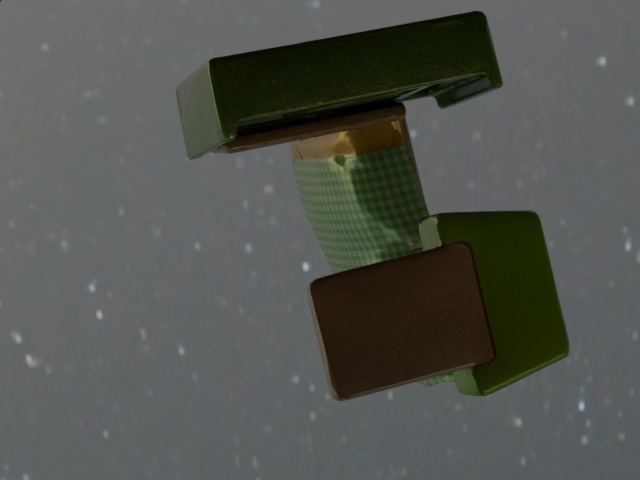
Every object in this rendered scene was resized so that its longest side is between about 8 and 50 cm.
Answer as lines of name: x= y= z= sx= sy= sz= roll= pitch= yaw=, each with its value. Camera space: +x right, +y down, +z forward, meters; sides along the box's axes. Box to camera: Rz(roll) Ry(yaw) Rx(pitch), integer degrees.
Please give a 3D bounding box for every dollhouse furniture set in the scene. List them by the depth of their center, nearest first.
dollhouse furniture set: x=0.000 y=0.000 z=1.024 sx=0.151 sy=0.301 sz=0.197 roll=-14 pitch=-90 yaw=-15
